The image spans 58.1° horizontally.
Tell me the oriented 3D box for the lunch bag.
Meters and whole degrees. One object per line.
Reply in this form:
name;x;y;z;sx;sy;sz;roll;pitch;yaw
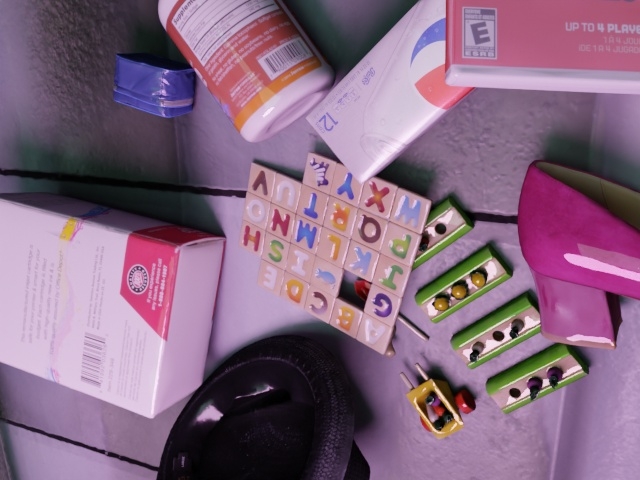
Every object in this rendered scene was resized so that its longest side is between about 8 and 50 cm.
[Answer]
lunch bag;-0.205;-0.187;0.702;0.098;0.067;0.065;20;115;18

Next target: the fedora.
fedora;-0.056;0.282;0.730;0.334;0.334;0.152;-28;128;30

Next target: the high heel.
high heel;0.362;0.005;0.481;0.377;0.127;0.181;-5;110;26

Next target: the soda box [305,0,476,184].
soda box;0.122;-0.181;0.541;0.286;0.098;0.091;-40;90;29

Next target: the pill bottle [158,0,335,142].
pill bottle;-0.090;-0.222;0.607;0.121;0.121;0.216;-35;92;30

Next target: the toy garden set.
toy garden set;0.143;0.108;0.663;0.203;0.049;0.244;-39;90;30

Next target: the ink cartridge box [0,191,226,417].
ink cartridge box;-0.302;0.071;0.776;0.306;0.131;0.226;15;101;18

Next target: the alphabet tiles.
alphabet tiles;0.000;0.000;0.686;0.237;0.009;0.198;25;118;26

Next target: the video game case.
video game case;0.193;-0.250;0.419;0.203;0.025;0.285;2;86;-3
